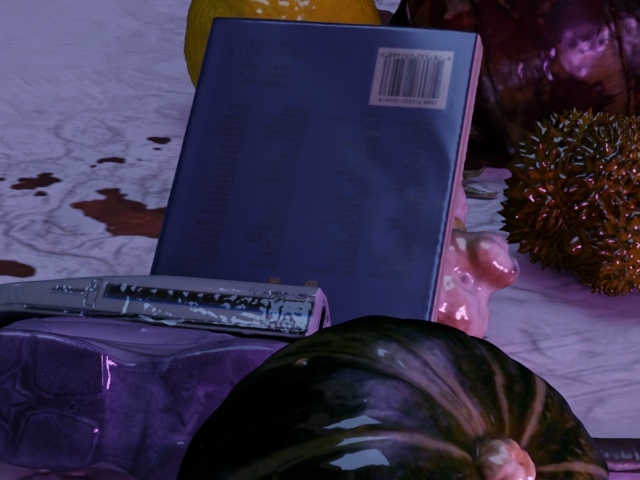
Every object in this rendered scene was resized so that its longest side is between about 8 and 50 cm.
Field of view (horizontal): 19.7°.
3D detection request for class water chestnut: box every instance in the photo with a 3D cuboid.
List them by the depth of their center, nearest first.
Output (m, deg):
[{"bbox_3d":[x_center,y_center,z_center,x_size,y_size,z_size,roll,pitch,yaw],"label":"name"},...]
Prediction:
[{"bbox_3d":[0.182,-0.198,1.625,0.289,0.244,0.289,15,50,-18],"label":"water chestnut"}]

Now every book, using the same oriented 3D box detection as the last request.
[{"bbox_3d":[-0.006,-0.027,1.206,0.191,0.025,0.269,5,63,13],"label":"book"}]

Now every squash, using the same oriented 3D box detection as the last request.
[{"bbox_3d":[0.035,0.135,0.842,0.172,0.218,0.218,-23,-2,43],"label":"squash"}]

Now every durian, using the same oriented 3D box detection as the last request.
[{"bbox_3d":[0.212,-0.032,1.360,0.158,0.137,0.168,34,39,13],"label":"durian"}]

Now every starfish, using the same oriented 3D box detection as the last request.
[{"bbox_3d":[0.102,-0.048,1.524,0.092,0.016,0.086,16,27,19],"label":"starfish"}]

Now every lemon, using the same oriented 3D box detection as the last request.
[{"bbox_3d":[-0.030,-0.172,1.588,0.180,0.180,0.193,-6,3,-24],"label":"lemon"}]

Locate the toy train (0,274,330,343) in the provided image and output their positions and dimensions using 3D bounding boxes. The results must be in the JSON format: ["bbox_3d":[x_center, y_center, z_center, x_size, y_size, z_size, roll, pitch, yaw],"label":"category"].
[{"bbox_3d":[-0.121,0.045,1.142,0.252,0.055,0.048,5,61,13],"label":"toy train"}]

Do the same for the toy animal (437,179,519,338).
[{"bbox_3d":[0.033,0.000,1.250,0.184,0.104,0.185,-9,64,-9],"label":"toy animal"}]

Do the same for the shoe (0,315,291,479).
[{"bbox_3d":[-0.092,0.089,1.060,0.245,0.095,0.137,7,7,-6],"label":"shoe"}]

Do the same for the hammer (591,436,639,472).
[{"bbox_3d":[0.244,0.129,1.110,0.297,0.027,0.125,0,23,-10],"label":"hammer"}]
